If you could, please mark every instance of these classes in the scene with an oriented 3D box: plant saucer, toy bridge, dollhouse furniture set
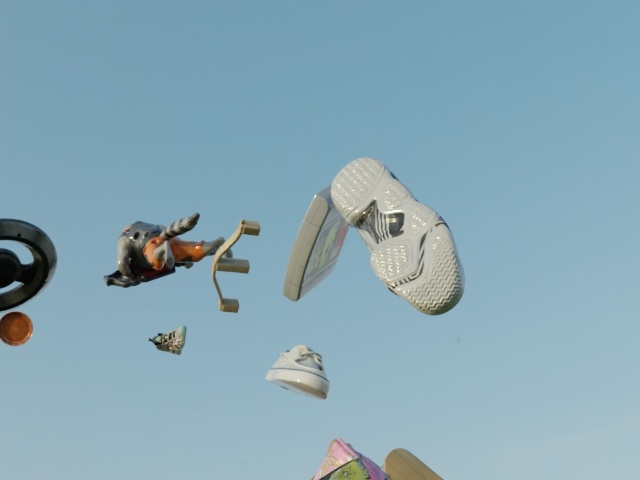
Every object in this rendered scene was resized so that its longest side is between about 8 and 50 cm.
[{"bbox_3d":[-0.729,0.211,2.242,0.083,0.084,0.013,-5,-5,-6],"label":"plant saucer"},{"bbox_3d":[-0.154,0.042,1.616,0.063,0.026,0.188,6,-58,-17],"label":"toy bridge"},{"bbox_3d":[0.025,0.596,1.998,0.256,0.394,0.362,39,-18,2],"label":"dollhouse furniture set"}]

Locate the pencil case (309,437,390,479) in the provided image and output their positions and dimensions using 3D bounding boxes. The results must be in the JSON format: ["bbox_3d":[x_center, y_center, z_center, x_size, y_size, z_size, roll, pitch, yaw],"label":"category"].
[{"bbox_3d":[-0.032,0.533,1.617,0.386,0.160,0.167,-50,-9,-7],"label":"pencil case"}]

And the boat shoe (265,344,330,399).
[{"bbox_3d":[-0.038,0.230,1.693,0.095,0.084,0.258,28,-13,-16],"label":"boat shoe"}]

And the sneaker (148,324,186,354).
[{"bbox_3d":[-0.294,0.189,1.789,0.069,0.038,0.098,9,-37,-12],"label":"sneaker"}]

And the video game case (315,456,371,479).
[{"bbox_3d":[-0.059,0.396,1.319,0.210,0.042,0.232,-24,-15,-33],"label":"video game case"}]

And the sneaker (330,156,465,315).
[{"bbox_3d":[0.160,0.020,1.576,0.137,0.366,0.210,-39,-46,5],"label":"sneaker"}]

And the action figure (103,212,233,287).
[{"bbox_3d":[-0.370,0.002,2.358,0.330,0.179,0.341,5,20,43],"label":"action figure"}]

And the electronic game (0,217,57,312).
[{"bbox_3d":[-0.617,0.052,1.785,0.229,0.048,0.229,-18,-45,-19],"label":"electronic game"}]

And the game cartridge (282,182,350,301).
[{"bbox_3d":[0.000,0.000,2.199,0.196,0.060,0.294,-31,-33,-50],"label":"game cartridge"}]
